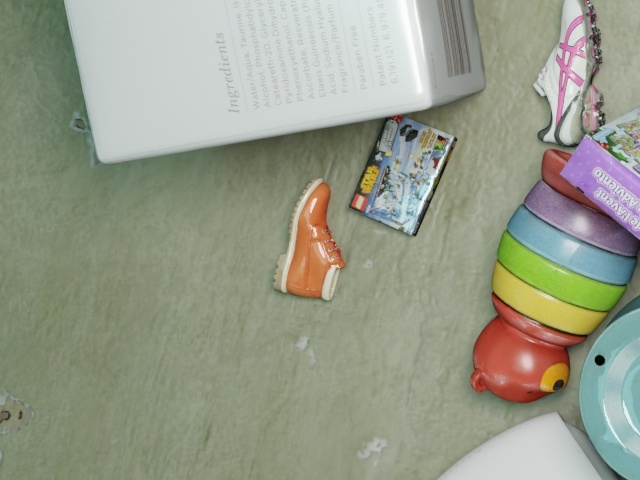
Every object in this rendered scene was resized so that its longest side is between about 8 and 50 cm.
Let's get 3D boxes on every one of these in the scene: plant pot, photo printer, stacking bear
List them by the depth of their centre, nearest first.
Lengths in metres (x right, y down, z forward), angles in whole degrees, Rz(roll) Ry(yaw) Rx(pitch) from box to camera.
[{"bbox_3d":[0.394,0.159,1.157,0.272,0.255,0.271,-3,84,31],"label":"plant pot"},{"bbox_3d":[0.236,0.350,1.242,0.256,0.107,0.307,-37,40,8],"label":"photo printer"},{"bbox_3d":[0.270,0.056,1.295,0.164,0.175,0.289,36,109,41],"label":"stacking bear"}]

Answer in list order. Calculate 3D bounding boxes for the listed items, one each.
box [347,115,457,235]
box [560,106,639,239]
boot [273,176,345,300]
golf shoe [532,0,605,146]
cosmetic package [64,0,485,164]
[{"bbox_3d":[0.104,-0.085,1.432,0.094,0.027,0.137,25,94,19],"label":"box"},{"bbox_3d":[0.403,-0.063,1.184,0.201,0.293,0.057,42,128,19],"label":"box"},{"bbox_3d":[0.000,0.000,1.452,0.085,0.059,0.157,17,100,18],"label":"boot"},{"bbox_3d":[0.295,-0.206,1.350,0.086,0.067,0.186,-2,85,22],"label":"golf shoe"},{"bbox_3d":[-0.049,-0.290,1.311,0.394,0.329,0.327,-8,99,19],"label":"cosmetic package"}]
